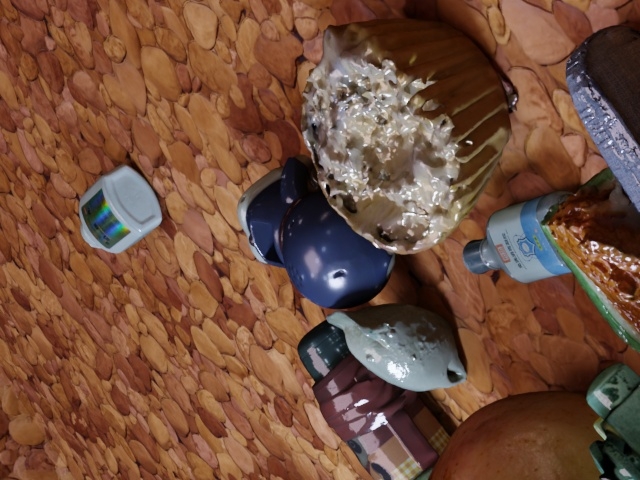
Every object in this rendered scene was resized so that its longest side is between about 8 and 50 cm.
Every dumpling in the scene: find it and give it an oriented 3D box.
[{"bbox_3d":[0.104,0.122,1.825,0.219,0.108,0.153,34,-166,-36],"label":"dumpling"}]

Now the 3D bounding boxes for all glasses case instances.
[{"bbox_3d":[0.321,-0.068,1.290,0.282,0.109,0.067,58,143,-1],"label":"glasses case"}]

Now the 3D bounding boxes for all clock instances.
[{"bbox_3d":[0.000,0.000,1.850,0.243,0.146,0.200,27,137,55],"label":"clock"}]

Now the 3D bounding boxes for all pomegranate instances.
[{"bbox_3d":[0.249,0.334,1.580,0.338,0.338,0.338,39,147,32],"label":"pomegranate"}]

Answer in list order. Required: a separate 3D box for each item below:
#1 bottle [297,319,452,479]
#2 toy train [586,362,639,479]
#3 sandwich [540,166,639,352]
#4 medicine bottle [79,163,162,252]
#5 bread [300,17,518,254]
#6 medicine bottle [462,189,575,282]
[{"bbox_3d":[0.072,0.229,1.963,0.156,0.143,0.271,-40,85,36],"label":"bottle"},{"bbox_3d":[0.408,0.255,1.348,0.369,0.150,0.237,48,-166,17],"label":"toy train"},{"bbox_3d":[0.308,0.020,1.364,0.185,0.109,0.160,52,176,-9],"label":"sandwich"},{"bbox_3d":[-0.353,-0.045,2.427,0.121,0.083,0.229,56,153,-2],"label":"medicine bottle"},{"bbox_3d":[0.090,-0.122,1.569,0.274,0.149,0.274,39,142,39],"label":"bread"},{"bbox_3d":[0.229,0.003,1.570,0.090,0.053,0.208,60,152,-4],"label":"medicine bottle"}]
